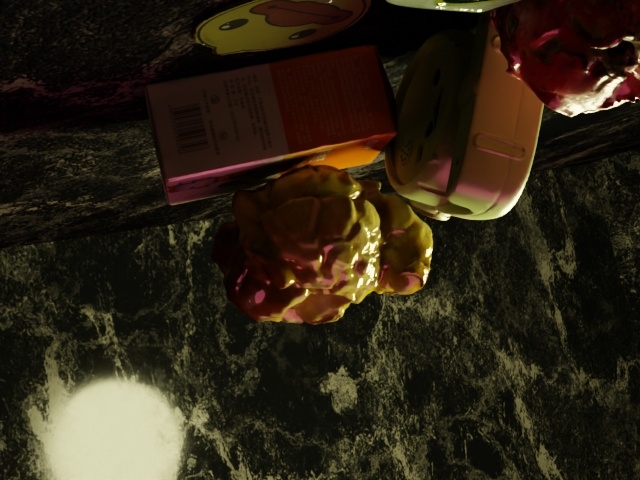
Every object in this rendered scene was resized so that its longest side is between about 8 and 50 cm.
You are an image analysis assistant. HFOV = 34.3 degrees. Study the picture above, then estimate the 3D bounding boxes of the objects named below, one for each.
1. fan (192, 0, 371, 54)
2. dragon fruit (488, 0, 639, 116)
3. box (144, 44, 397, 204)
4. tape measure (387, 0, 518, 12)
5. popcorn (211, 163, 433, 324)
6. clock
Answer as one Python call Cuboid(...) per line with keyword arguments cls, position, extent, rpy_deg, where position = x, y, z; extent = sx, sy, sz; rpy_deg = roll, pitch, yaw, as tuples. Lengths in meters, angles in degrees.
Cuboid(cls="fan", position=(-0.015, -0.274, 1.227), extent=(0.335, 0.011, 0.229), rpy_deg=(-17, 173, 41))
Cuboid(cls="dragon fruit", position=(0.301, -0.236, 1.151), extent=(0.205, 0.210, 0.268), rpy_deg=(-14, -154, 0))
Cuboid(cls="box", position=(-0.074, -0.167, 1.525), extent=(0.341, 0.143, 0.225), rpy_deg=(-11, 175, -8))
Cuboid(cls="tape measure", position=(0.182, -0.293, 0.996), extent=(0.207, 0.115, 0.235), rpy_deg=(-10, -178, 39))
Cuboid(cls="popcorn", position=(0.000, 0.000, 1.535), extent=(0.332, 0.225, 0.265), rpy_deg=(2, 146, 5))
Cuboid(cls="clock", position=(0.189, -0.171, 1.477), extent=(0.117, 0.286, 0.348), rpy_deg=(13, 172, -17))
